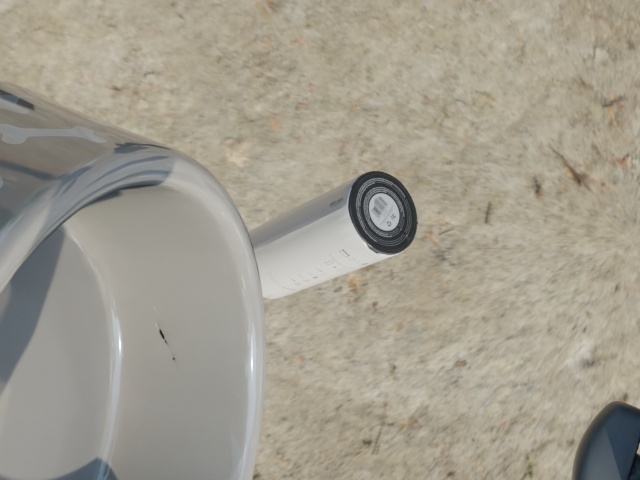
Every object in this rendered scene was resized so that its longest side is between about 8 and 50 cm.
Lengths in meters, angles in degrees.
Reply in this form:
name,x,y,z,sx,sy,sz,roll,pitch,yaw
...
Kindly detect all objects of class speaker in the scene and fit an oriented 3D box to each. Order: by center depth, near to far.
name,x,y,z,sx,sy,sz,roll,pitch,yaw
speaker,0.000,0.000,0.631,0.136,0.055,0.055,-24,81,52

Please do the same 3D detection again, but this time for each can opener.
name,x,y,z,sx,sy,sz,roll,pitch,yaw
can opener,0.300,0.114,0.818,0.093,0.074,0.280,25,63,14

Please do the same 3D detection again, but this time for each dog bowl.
name,x,y,z,sx,sy,sz,roll,pitch,yaw
dog bowl,-0.130,0.104,0.436,0.102,0.348,0.349,9,93,20
